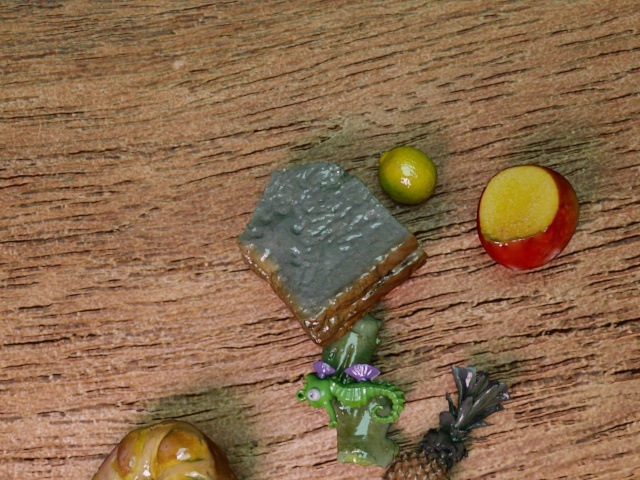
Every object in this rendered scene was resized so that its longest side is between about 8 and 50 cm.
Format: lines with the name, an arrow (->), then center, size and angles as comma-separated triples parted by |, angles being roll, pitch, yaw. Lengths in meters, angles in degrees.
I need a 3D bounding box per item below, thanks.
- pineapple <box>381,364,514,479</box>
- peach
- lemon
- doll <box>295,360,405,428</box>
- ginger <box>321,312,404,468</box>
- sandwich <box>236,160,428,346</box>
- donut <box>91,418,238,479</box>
pineapple -> 0.208, 0.340, 1.312 | 0.130, 0.119, 0.277 | 39, 76, 4
peach -> 0.366, -0.044, 1.386 | 0.190, 0.192, 0.190 | 7, 103, 34
lemon -> 0.165, -0.127, 1.483 | 0.133, 0.109, 0.109 | 35, 78, 0
doll -> 0.050, 0.264, 1.313 | 0.190, 0.050, 0.115 | 0, 68, 15
ginger -> 0.073, 0.264, 1.379 | 0.137, 0.089, 0.289 | -23, 65, 17
sandwich -> 0.000, 0.001, 1.411 | 0.262, 0.131, 0.325 | -39, 56, -8
donut -> -0.276, 0.452, 1.266 | 0.317, 0.150, 0.299 | -25, 48, 25
